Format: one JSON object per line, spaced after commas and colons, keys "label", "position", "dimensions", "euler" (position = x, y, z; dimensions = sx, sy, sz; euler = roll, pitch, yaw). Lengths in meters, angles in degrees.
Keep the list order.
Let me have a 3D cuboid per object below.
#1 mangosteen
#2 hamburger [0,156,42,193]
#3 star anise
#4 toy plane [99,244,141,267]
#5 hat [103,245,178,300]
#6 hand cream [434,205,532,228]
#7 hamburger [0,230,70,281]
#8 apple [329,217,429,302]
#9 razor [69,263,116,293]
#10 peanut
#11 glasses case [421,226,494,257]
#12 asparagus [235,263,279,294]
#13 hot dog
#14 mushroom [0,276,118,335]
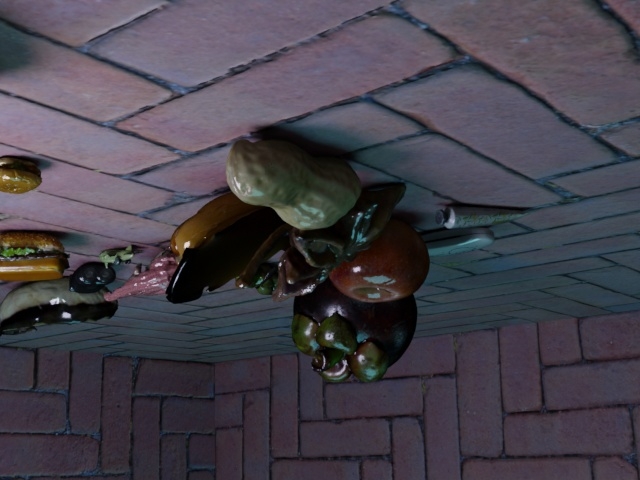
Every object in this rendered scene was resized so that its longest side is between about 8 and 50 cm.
{"label": "mangosteen", "position": [0.070, 0.170, 1.986], "dimensions": [0.301, 0.300, 0.300], "euler": [-2, 166, 0]}
{"label": "hamburger", "position": [-0.469, -0.098, 1.340], "dimensions": [0.076, 0.044, 0.083], "euler": [8, 161, -37]}
{"label": "star anise", "position": [0.001, 0.002, 1.496], "dimensions": [0.350, 0.109, 0.292], "euler": [-36, 160, -13]}
{"label": "toy plane", "position": [-0.441, 0.035, 1.901], "dimensions": [0.111, 0.040, 0.102], "euler": [-13, 173, 32]}
{"label": "hat", "position": [-0.318, 0.062, 1.896], "dimensions": [0.237, 0.107, 0.286], "euler": [-27, -173, -41]}
{"label": "hand cream", "position": [0.310, -0.044, 1.678], "dimensions": [0.195, 0.042, 0.067], "euler": [0, 166, -24]}
{"label": "hamburger", "position": [-0.586, 0.028, 1.750], "dimensions": [0.166, 0.087, 0.137], "euler": [0, 166, -11]}
{"label": "apple", "position": [0.117, 0.033, 1.738], "dimensions": [0.201, 0.162, 0.201], "euler": [5, 157, 2]}
{"label": "razor", "position": [-0.544, 0.090, 2.078], "dimensions": [0.090, 0.054, 0.148], "euler": [5, 166, -26]}
{"label": "peanut", "position": [-0.040, -0.081, 1.302], "dimensions": [0.124, 0.123, 0.257], "euler": [-13, 165, 38]}
{"label": "glasses case", "position": [0.271, 0.004, 1.847], "dimensions": [0.197, 0.049, 0.076], "euler": [-11, 163, 33]}
{"label": "asparagus", "position": [-0.147, 0.091, 2.104], "dimensions": [0.080, 0.080, 0.287], "euler": [-9, 165, 27]}
{"label": "hot dog", "position": [-0.145, -0.011, 1.516], "dimensions": [0.326, 0.107, 0.194], "euler": [-13, 138, -46]}
{"label": "mushroom", "position": [-0.684, 0.162, 2.243], "dimensions": [0.344, 0.129, 0.248], "euler": [-11, 180, 37]}
